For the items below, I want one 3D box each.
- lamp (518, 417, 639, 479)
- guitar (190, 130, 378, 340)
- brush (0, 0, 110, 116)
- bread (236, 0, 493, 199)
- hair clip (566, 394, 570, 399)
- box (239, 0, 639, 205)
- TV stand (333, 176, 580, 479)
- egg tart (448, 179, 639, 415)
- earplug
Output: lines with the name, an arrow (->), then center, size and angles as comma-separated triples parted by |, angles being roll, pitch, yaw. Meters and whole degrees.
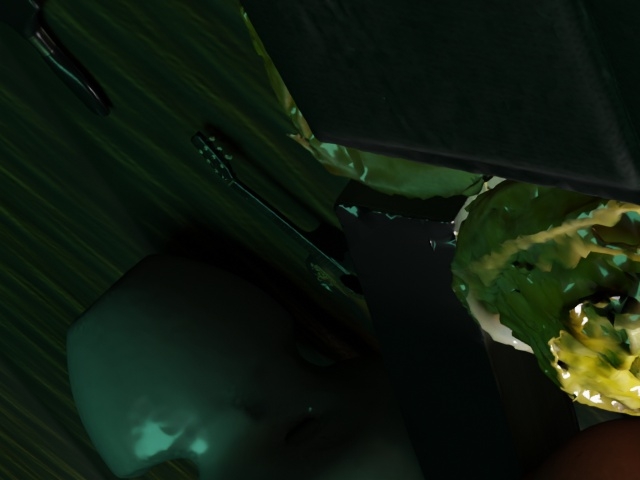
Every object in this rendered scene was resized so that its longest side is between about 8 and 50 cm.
lamp -> 0.242, 0.246, 1.118 | 0.305, 0.239, 0.305 | 4, 135, 4
guitar -> 0.000, 0.000, 1.279 | 0.233, 0.025, 0.088 | 40, 152, -8
brush -> -0.211, -0.158, 1.275 | 0.063, 0.016, 0.193 | 2, 137, 47
bread -> 0.043, -0.138, 0.894 | 0.240, 0.139, 0.240 | 26, 148, 18
hair clip -> 0.126, 0.058, 1.233 | 0.137, 0.022, 0.054 | 41, 151, -6
box -> 0.135, -0.190, 0.498 | 0.251, 0.345, 0.204 | 14, 149, 37
TV stand -> 0.093, 0.057, 1.169 | 0.088, 0.083, 0.269 | 10, 137, 33
egg tart -> 0.207, 0.025, 0.884 | 0.291, 0.107, 0.291 | -3, 157, -1
earplug -> -0.054, 0.126, 1.349 | 0.325, 0.214, 0.175 | 25, 145, 34
